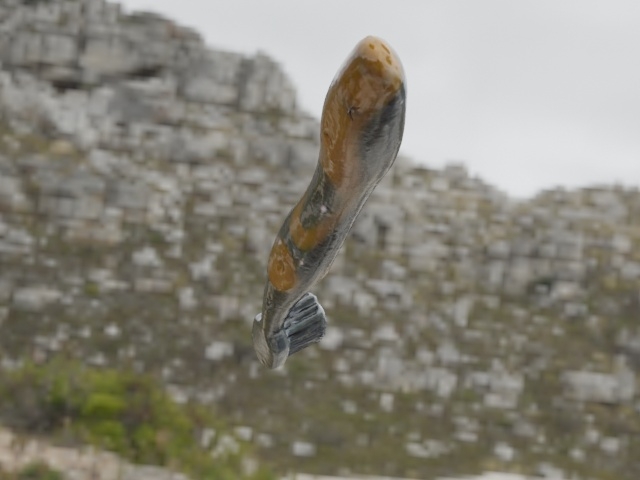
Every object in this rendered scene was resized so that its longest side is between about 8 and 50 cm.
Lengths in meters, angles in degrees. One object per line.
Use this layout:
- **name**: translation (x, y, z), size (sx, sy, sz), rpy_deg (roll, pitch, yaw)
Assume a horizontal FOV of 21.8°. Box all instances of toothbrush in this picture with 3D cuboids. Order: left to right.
- **toothbrush**: translation (-0.002, 0.001, 0.542), size (0.031, 0.023, 0.321), rpy_deg (-32, -10, -12)
